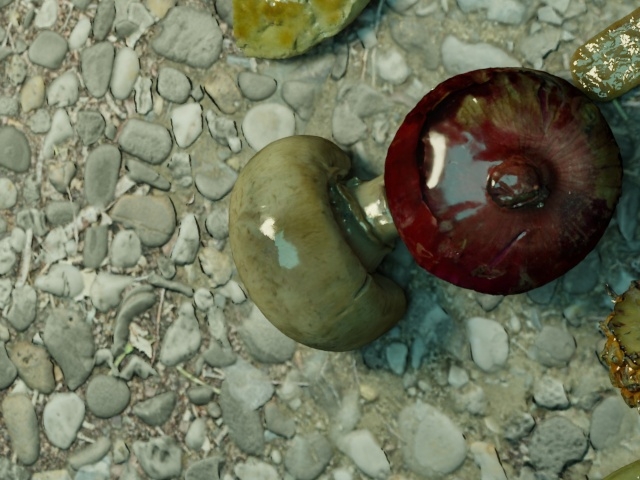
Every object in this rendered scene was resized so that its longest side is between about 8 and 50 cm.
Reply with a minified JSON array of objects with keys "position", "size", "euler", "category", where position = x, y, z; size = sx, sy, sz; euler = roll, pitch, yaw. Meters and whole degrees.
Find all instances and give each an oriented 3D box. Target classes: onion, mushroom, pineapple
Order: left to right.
[{"position":[0.000,0.000,1.373],"size":[0.195,0.189,0.253],"euler":[-25,86,26],"category":"mushroom"},{"position":[0.189,-0.064,1.282],"size":[0.247,0.190,0.246],"euler":[0,93,5],"category":"onion"},{"position":[0.351,0.136,1.252],"size":[0.176,0.162,0.136],"euler":[54,148,39],"category":"pineapple"}]

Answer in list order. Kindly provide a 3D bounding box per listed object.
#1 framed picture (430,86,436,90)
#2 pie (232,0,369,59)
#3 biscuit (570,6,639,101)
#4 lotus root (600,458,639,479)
[{"position":[0.170,-0.150,1.385],"size":[0.089,0.007,0.066],"euler":[-13,88,25],"category":"framed picture"},{"position":[-0.075,-0.364,1.387],"size":[0.338,0.075,0.337],"euler":[7,123,11],"category":"pie"},{"position":[0.330,-0.201,1.302],"size":[0.147,0.018,0.071],"euler":[-32,79,22],"category":"biscuit"},{"position":[0.310,0.297,1.298],"size":[0.183,0.077,0.090],"euler":[-39,65,3],"category":"lotus root"}]
